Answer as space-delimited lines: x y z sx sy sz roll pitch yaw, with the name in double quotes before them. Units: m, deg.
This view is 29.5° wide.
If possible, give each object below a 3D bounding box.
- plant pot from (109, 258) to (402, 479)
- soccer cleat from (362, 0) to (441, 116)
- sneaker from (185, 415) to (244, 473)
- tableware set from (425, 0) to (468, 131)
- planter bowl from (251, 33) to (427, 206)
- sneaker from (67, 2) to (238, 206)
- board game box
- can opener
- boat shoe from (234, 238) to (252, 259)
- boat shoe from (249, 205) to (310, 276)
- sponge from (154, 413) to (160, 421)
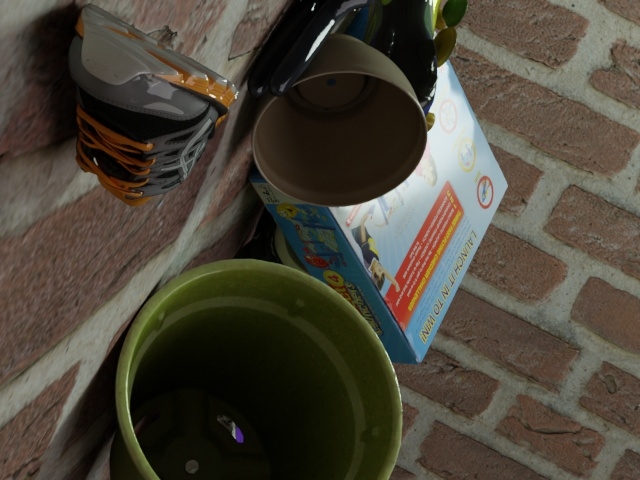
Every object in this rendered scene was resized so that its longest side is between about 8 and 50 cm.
"plant pot" -0.095 0.194 1.212 0.276 0.276 0.254 -59 -174 -33
"soccer cleat" 0.081 -0.233 1.300 0.121 0.093 0.289 124 -22 -56
"sneaker" -0.135 0.268 1.495 0.146 0.102 0.293 -20 119 -81
"tableware set" 0.119 -0.189 1.321 0.104 0.024 0.154 -14 -122 58
"planter bowl" 0.013 -0.126 1.147 0.109 0.162 0.162 -97 -157 -46
"sneaker" -0.097 -0.063 0.656 0.083 0.084 0.215 -57 176 -3
"board game box" 0.082 -0.069 1.431 0.308 0.086 0.302 -59 133 -34
"can opener" -0.010 -0.194 1.074 0.059 0.073 0.186 2 -127 52
"boat shoe" -0.095 0.050 1.499 0.135 0.050 0.045 -54 180 -20
"boat shoe" 0.012 -0.086 1.518 0.113 0.127 0.340 -18 -139 49
"sponge" -0.227 0.305 1.576 0.210 0.031 0.117 -63 175 10
